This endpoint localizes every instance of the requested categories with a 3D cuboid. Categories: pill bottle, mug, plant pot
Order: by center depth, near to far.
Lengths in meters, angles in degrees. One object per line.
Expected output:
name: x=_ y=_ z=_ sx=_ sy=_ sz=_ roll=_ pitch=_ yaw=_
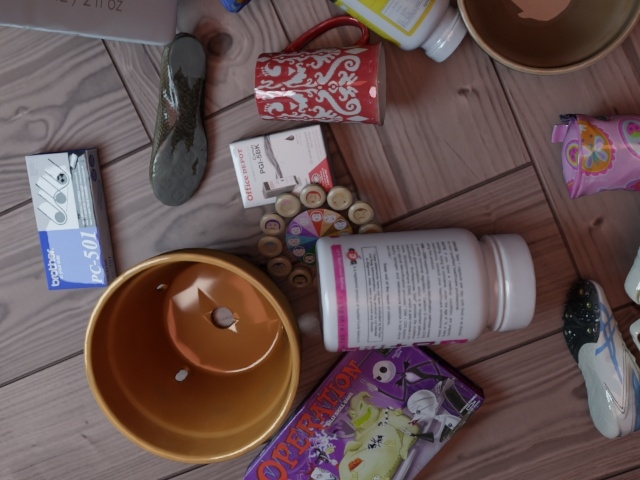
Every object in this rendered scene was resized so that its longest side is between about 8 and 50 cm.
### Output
plant pot: x=0.291 y=-0.334 z=0.984 sx=0.237 sy=0.110 sz=0.238 roll=1 pitch=103 yaw=5
pill bottle: x=0.104 y=-0.317 z=1.003 sx=0.184 sy=0.103 sz=0.103 roll=31 pitch=104 yaw=-15
pill bottle: x=0.139 y=0.065 z=1.051 sx=0.282 sy=0.160 sz=0.161 roll=-4 pitch=102 yaw=-2
mug: x=0.004 y=-0.225 z=1.056 sx=0.169 sy=0.150 sz=0.113 roll=0 pitch=139 yaw=10
plant pot: x=-0.159 y=0.136 z=1.085 sx=0.290 sy=0.203 sz=0.291 roll=1 pitch=103 yaw=6

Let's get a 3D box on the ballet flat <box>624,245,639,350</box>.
ballet flat: x=0.469 y=0.085 z=1.018 sx=0.123 sy=0.123 sz=0.349 roll=-17 pitch=120 yaw=9

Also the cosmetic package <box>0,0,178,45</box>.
cosmetic package: x=-0.376 y=-0.451 z=0.875 sx=0.327 sy=0.329 sz=0.394 roll=13 pitch=105 yaw=23

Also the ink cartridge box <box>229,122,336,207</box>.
ink cartridge box: x=-0.053 y=-0.108 z=1.096 sx=0.135 sy=0.056 sz=0.099 roll=-12 pitch=102 yaw=8

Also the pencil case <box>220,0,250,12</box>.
pencil case: x=-0.032 y=-0.428 z=0.994 sx=0.306 sy=0.119 sz=0.133 roll=-29 pitch=60 yaw=12

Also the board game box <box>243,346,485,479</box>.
board game box: x=0.063 y=0.301 z=1.180 sx=0.208 sy=0.056 sz=0.347 roll=38 pitch=104 yaw=1

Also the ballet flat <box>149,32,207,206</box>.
ballet flat: x=-0.208 y=-0.174 z=1.103 sx=0.084 sy=0.058 sz=0.250 roll=-4 pitch=111 yaw=-29

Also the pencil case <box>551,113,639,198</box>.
pencil case: x=0.461 y=-0.122 z=1.011 sx=0.283 sy=0.124 sz=0.124 roll=-2 pitch=102 yaw=7

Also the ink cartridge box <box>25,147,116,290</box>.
ink cartridge box: x=-0.375 y=-0.031 z=1.152 sx=0.097 sy=0.046 sz=0.207 roll=-4 pitch=102 yaw=8

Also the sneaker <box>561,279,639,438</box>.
sneaker: x=0.416 y=0.167 z=1.103 sx=0.086 sy=0.085 sz=0.237 roll=-18 pitch=97 yaw=-19

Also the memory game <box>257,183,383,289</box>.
memory game: x=0.000 y=0.000 z=1.105 sx=0.186 sy=0.012 sz=0.186 roll=-1 pitch=122 yaw=-1
